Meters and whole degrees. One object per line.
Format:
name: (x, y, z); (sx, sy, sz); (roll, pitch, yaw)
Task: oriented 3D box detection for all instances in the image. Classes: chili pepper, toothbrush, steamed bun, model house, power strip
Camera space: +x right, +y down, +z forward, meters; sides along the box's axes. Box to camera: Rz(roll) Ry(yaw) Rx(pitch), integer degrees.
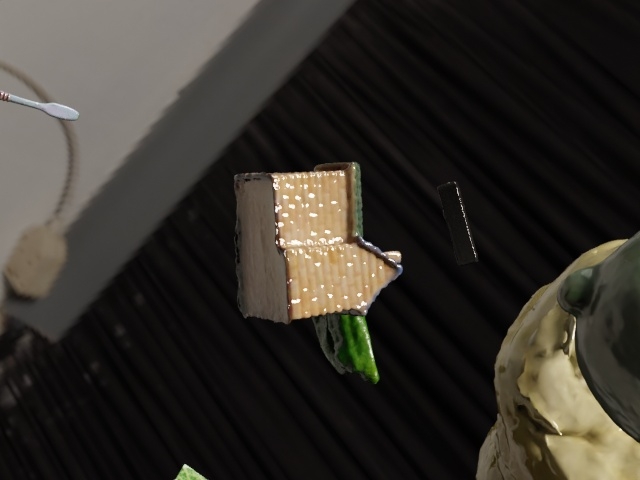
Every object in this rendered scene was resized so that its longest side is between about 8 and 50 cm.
chili pepper: (0.012, 0.080, 2.063); (0.074, 0.257, 0.100); (-7, 142, -19)
toothbrush: (-0.306, -0.134, 1.365); (0.193, 0.019, 0.013); (15, 100, -8)
steamed bun: (0.288, 0.167, 1.224); (0.230, 0.324, 0.372); (62, 36, -71)
model house: (0.000, 0.000, 1.875); (0.172, 0.166, 0.183); (-7, 95, -23)
power strip: (0.180, -0.022, 2.044); (0.029, 0.111, 0.038); (-15, 179, 9)

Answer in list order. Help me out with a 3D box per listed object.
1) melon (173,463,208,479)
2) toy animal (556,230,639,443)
melon: (-0.109, 0.399, 1.968); (0.114, 0.262, 0.053); (-35, -165, 40)
toy animal: (0.213, 0.095, 0.656); (0.127, 0.251, 0.125); (-33, 144, -1)
